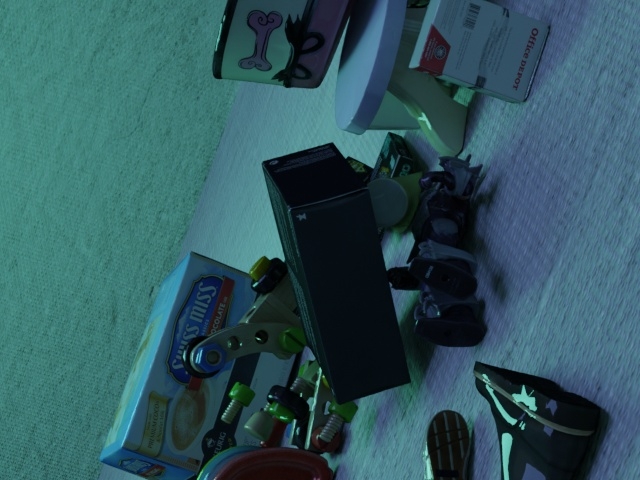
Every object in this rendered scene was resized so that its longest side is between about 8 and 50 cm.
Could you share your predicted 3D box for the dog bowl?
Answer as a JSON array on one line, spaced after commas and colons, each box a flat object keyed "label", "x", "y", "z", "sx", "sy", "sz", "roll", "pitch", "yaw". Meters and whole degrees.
[{"label": "dog bowl", "x": -0.011, "y": -0.394, "z": 1.868, "sx": 0.408, "sy": 0.150, "sz": 0.408, "roll": -159, "pitch": 90, "yaw": -89}]

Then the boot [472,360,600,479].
[{"label": "boot", "x": 0.176, "y": 0.192, "z": 1.229, "sx": 0.198, "sy": 0.076, "sz": 0.137, "roll": -149, "pitch": 72, "yaw": -77}]

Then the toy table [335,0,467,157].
[{"label": "toy table", "x": 0.127, "y": -0.248, "z": 1.771, "sx": 0.252, "sy": 0.161, "sz": 0.274, "roll": 149, "pitch": 136, "yaw": -69}]

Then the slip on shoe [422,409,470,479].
[{"label": "slip on shoe", "x": 0.130, "y": 0.241, "z": 1.392, "sx": 0.041, "sy": 0.051, "sz": 0.135, "roll": 106, "pitch": 166, "yaw": -50}]

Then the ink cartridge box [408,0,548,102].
[{"label": "ink cartridge box", "x": 0.185, "y": -0.227, "z": 1.573, "sx": 0.056, "sy": 0.135, "sz": 0.099, "roll": -158, "pitch": 87, "yaw": -79}]

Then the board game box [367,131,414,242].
[{"label": "board game box", "x": 0.093, "y": -0.080, "z": 1.925, "sx": 0.186, "sy": 0.026, "sz": 0.126, "roll": -96, "pitch": 27, "yaw": -75}]

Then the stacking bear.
[{"label": "stacking bear", "x": -0.107, "y": 0.370, "z": 1.922, "sx": 0.289, "sy": 0.164, "sz": 0.175, "roll": 157, "pitch": 130, "yaw": -76}]

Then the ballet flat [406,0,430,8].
[{"label": "ballet flat", "x": 0.178, "y": -0.414, "z": 2.015, "sx": 0.213, "sy": 0.072, "sz": 0.068, "roll": -51, "pitch": 52, "yaw": 57}]

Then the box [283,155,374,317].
[{"label": "box", "x": 0.000, "y": 0.000, "z": 2.021, "sx": 0.175, "sy": 0.051, "sz": 0.220, "roll": -47, "pitch": -19, "yaw": -60}]

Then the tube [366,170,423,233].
[{"label": "tube", "x": 0.103, "y": -0.050, "z": 1.743, "sx": 0.070, "sy": 0.062, "sz": 0.240, "roll": -29, "pitch": -5, "yaw": 11}]

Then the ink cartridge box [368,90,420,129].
[{"label": "ink cartridge box", "x": 0.097, "y": -0.261, "z": 1.992, "sx": 0.203, "sy": 0.086, "sz": 0.148, "roll": -109, "pitch": 22, "yaw": -66}]

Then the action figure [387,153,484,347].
[{"label": "action figure", "x": 0.136, "y": 0.001, "z": 1.560, "sx": 0.285, "sy": 0.099, "sz": 0.185, "roll": -89, "pitch": 9, "yaw": -63}]

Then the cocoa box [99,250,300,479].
[{"label": "cocoa box", "x": -0.193, "y": 0.232, "z": 2.222, "sx": 0.231, "sy": 0.228, "sz": 0.347, "roll": 142, "pitch": 148, "yaw": -67}]

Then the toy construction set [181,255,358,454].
[{"label": "toy construction set", "x": -0.036, "y": 0.156, "z": 1.897, "sx": 0.237, "sy": 0.257, "sz": 0.309, "roll": -58, "pitch": -9, "yaw": -19}]

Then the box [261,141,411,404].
[{"label": "box", "x": 0.018, "y": 0.037, "z": 1.626, "sx": 0.184, "sy": 0.103, "sz": 0.261, "roll": -116, "pitch": 11, "yaw": -66}]
